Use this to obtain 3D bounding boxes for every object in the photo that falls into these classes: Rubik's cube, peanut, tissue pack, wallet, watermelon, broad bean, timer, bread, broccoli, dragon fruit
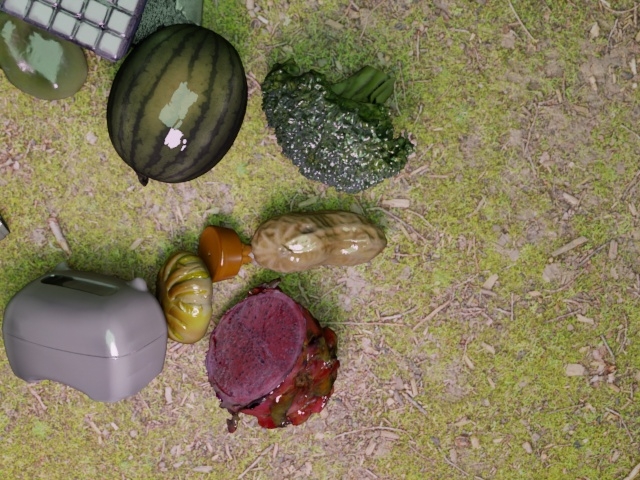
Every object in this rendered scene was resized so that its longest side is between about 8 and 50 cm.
[{"bbox_3d":[-0.449,-0.502,1.552,0.238,0.237,0.236,21,101,-16],"label":"Rubik's cube"},{"bbox_3d":[0.000,0.000,1.836,0.325,0.153,0.140,-3,92,-15],"label":"peanut"},{"bbox_3d":[-0.505,0.188,1.724,0.333,0.229,0.235,9,109,22],"label":"tissue pack"},{"bbox_3d":[-0.381,-0.524,1.719,0.262,0.071,0.220,3,101,-15],"label":"wallet"},{"bbox_3d":[-0.302,-0.273,1.675,0.279,0.279,0.359,28,94,-13],"label":"watermelon"},{"bbox_3d":[-0.606,-0.393,1.698,0.228,0.100,0.169,22,105,-14],"label":"broad bean"},{"bbox_3d":[-0.188,0.030,1.851,0.152,0.132,0.132,-1,103,-32],"label":"timer"},{"bbox_3d":[-0.314,0.126,1.800,0.105,0.213,0.213,-4,103,-27],"label":"bread"},{"bbox_3d":[0.031,-0.251,1.770,0.375,0.302,0.249,30,120,14],"label":"broccoli"},{"bbox_3d":[-0.095,0.292,1.855,0.314,0.296,0.263,-48,138,0],"label":"dragon fruit"}]

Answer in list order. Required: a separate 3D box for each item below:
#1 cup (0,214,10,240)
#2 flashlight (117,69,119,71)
[{"bbox_3d":[-0.759,-0.012,1.754,0.141,0.120,0.120,-29,105,-14],"label":"cup"},{"bbox_3d":[-0.430,-0.336,1.774,0.018,0.018,0.083,-14,104,-7],"label":"flashlight"}]
